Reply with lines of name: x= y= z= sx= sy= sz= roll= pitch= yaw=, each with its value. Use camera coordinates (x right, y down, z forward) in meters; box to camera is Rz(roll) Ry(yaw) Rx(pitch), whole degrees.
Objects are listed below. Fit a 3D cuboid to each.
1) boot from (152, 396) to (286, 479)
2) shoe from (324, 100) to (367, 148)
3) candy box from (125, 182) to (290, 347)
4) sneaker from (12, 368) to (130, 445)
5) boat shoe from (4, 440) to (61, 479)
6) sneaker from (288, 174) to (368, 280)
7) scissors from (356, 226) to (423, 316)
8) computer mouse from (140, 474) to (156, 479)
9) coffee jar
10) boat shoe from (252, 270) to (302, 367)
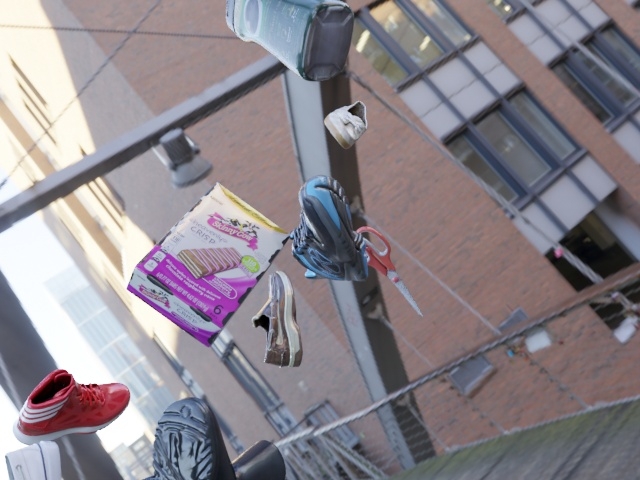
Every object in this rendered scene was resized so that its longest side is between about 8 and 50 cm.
boot: x=-0.132 y=0.320 z=0.883 sx=0.094 sy=0.246 sz=0.207 roll=-2 pitch=3 yaw=25
shoe: x=0.058 y=-0.245 z=1.278 sx=0.058 sy=0.076 sz=0.219 roll=-40 pitch=11 yaw=21
candy box: x=-0.171 y=0.032 z=0.998 sx=0.071 sy=0.159 sz=0.233 roll=-52 pitch=3 yaw=45
sneaker: x=-0.423 y=0.283 z=1.117 sx=0.221 sy=0.087 sz=0.128 roll=-15 pitch=-35 yaw=-52
boat shoe: x=-0.401 y=0.401 z=0.871 sx=0.076 sy=0.226 sz=0.083 roll=1 pitch=-29 yaw=-39
sneaker: x=0.000 y=0.000 z=1.182 sx=0.140 sy=0.125 sz=0.341 roll=-7 pitch=-30 yaw=10
scissors: x=0.189 y=0.081 z=1.593 sx=0.109 sy=0.297 sz=0.021 roll=-45 pitch=14 yaw=22
computer mouse: x=-0.303 y=0.511 z=1.124 sx=0.184 sy=0.060 sz=0.262 roll=-34 pitch=32 yaw=14
coffee jar: x=-0.044 y=-0.276 z=0.779 sx=0.079 sy=0.184 sz=0.096 roll=-17 pitch=-46 yaw=-37
boat shoe: x=-0.105 y=0.168 z=1.402 sx=0.095 sy=0.257 sz=0.095 roll=-1 pitch=-49 yaw=-13
